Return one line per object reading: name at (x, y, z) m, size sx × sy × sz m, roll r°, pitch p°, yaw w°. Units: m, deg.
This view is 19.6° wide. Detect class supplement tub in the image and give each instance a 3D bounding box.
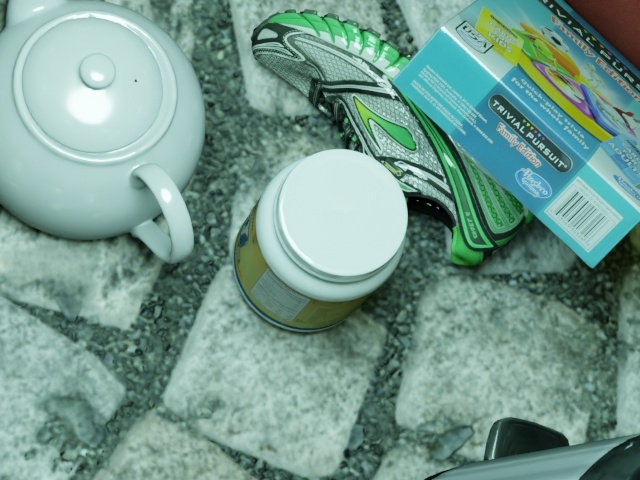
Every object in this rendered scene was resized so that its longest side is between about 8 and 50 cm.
supplement tub at (0.000, 0.000, 1.787) m, size 0.144 × 0.199 × 0.144 m, roll 4°, pitch 73°, yaw -12°

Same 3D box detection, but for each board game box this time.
board game box at (0.232, -0.135, 1.834) m, size 0.254 × 0.079 × 0.336 m, roll 43°, pitch 26°, yaw 1°

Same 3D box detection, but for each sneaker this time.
sneaker at (0.065, -0.108, 1.871) m, size 0.343 × 0.134 × 0.146 m, roll 38°, pitch 85°, yaw 7°

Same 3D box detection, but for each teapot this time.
teapot at (-0.218, -0.125, 1.781) m, size 0.256 × 0.187 × 0.252 m, roll 18°, pitch 72°, yaw -8°

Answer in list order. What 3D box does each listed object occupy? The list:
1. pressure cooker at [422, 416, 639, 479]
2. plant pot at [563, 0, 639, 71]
pressure cooker at (0.210, 0.369, 1.625) m, size 0.370 × 0.420 × 0.375 m, roll -36°, pitch 100°, yaw -35°
plant pot at (0.384, -0.309, 1.946) m, size 0.267 × 0.236 × 0.267 m, roll -41°, pitch 87°, yaw -20°
